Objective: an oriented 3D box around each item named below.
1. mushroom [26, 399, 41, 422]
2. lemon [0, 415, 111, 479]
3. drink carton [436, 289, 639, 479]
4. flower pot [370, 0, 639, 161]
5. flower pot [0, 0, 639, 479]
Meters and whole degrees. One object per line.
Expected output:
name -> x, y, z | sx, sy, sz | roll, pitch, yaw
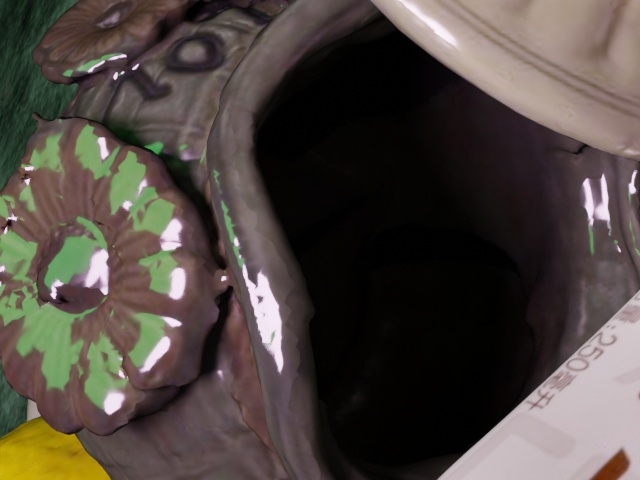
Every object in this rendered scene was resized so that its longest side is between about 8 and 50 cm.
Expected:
mushroom -> -0.176, 0.110, 1.042 | 0.154, 0.138, 0.407 | 75, -169, -48
lemon -> -0.124, 0.237, 0.744 | 0.245, 0.245, 0.319 | 33, 109, 62
drink carton -> 0.152, 0.140, 0.333 | 0.194, 0.132, 0.324 | -42, 27, -9
flower pot -> 0.137, -0.185, 0.456 | 0.244, 0.308, 0.307 | -55, 31, 32
flower pot -> 0.000, 0.000, 0.591 | 0.213, 0.302, 0.301 | -11, 64, 50
